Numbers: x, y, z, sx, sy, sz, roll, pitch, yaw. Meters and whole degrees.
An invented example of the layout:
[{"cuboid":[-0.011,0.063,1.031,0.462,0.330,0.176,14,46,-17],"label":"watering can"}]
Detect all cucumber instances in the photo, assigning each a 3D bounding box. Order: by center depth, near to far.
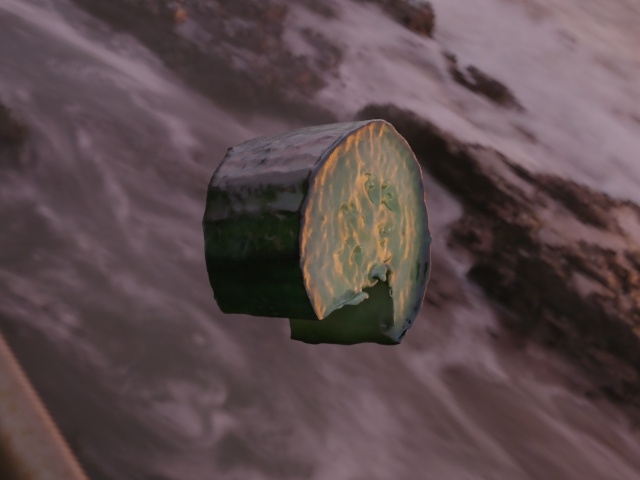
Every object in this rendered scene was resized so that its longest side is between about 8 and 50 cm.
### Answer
[{"cuboid":[-0.002,-0.010,0.992,0.130,0.191,0.191,-8,4,28],"label":"cucumber"}]
